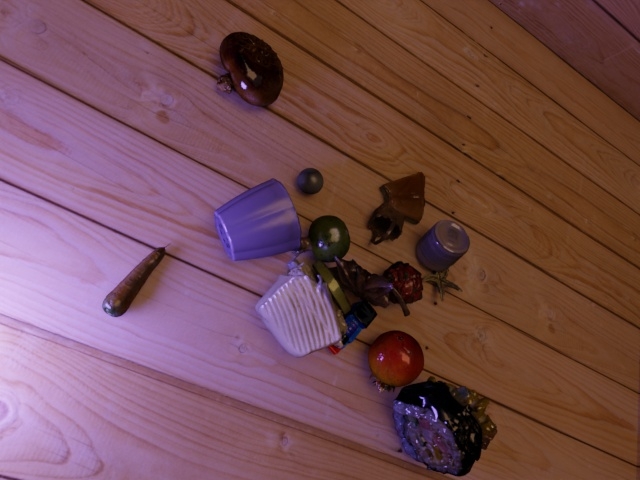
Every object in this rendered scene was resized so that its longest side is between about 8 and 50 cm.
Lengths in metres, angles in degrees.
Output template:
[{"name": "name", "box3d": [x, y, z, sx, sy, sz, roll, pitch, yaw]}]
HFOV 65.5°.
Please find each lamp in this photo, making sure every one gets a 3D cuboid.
[{"name": "lamp", "box3d": [-0.039, -0.231, 1.937, 0.105, 0.105, 0.105, 8, 71, -26]}]

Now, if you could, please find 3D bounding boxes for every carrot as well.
[{"name": "carrot", "box3d": [-0.570, 0.113, 1.573, 0.078, 0.078, 0.298, 40, 57, -12]}]

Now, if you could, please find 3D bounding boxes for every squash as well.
[{"name": "squash", "box3d": [0.037, 0.171, 1.799, 0.041, 0.219, 0.219, -32, 91, -9]}]

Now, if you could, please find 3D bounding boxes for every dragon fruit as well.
[{"name": "dragon fruit", "box3d": [0.324, 0.172, 1.976, 0.182, 0.188, 0.182, -1, 80, 6]}]

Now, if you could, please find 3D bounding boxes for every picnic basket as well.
[{"name": "picnic basket", "box3d": [0.264, -0.051, 2.027, 0.138, 0.128, 0.178, 36, 44, -11]}]

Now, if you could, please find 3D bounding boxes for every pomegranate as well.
[{"name": "pomegranate", "box3d": [0.000, 0.000, 1.860, 0.224, 0.181, 0.181, -9, 79, -7]}, {"name": "pomegranate", "box3d": [0.273, 0.449, 1.843, 0.210, 0.210, 0.235, 22, 92, -21]}]

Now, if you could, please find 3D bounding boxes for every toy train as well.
[{"name": "toy train", "box3d": [0.104, 0.316, 1.831, 0.082, 0.131, 0.204, 49, 59, -8]}]

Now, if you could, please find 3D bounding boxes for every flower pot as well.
[{"name": "flower pot", "box3d": [-0.223, -0.055, 1.709, 0.243, 0.265, 0.265, -21, 86, -22]}]

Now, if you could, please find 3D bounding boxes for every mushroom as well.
[{"name": "mushroom", "box3d": [-0.267, -0.657, 1.909, 0.278, 0.163, 0.297, -36, 95, -32]}]

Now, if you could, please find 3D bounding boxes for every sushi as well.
[{"name": "sushi", "box3d": [0.453, 0.634, 1.795, 0.285, 0.328, 0.328, -28, 95, -32]}]

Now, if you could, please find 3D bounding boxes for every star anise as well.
[{"name": "star anise", "box3d": [0.174, 0.164, 1.840, 0.350, 0.292, 0.109, 26, 80, 19]}]

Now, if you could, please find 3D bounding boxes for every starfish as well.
[{"name": "starfish", "box3d": [0.505, 0.164, 2.133, 0.176, 0.053, 0.208, 4, 55, -26]}]

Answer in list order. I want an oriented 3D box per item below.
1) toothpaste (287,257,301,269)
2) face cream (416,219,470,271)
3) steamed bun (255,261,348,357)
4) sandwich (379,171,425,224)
[{"name": "toothpaste", "box3d": [-0.048, 0.150, 1.857, 0.194, 0.043, 0.067, 51, 56, -13]}, {"name": "face cream", "box3d": [0.518, 0.021, 2.106, 0.177, 0.153, 0.177, 11, 55, -17]}, {"name": "steamed bun", "box3d": [-0.055, 0.234, 1.729, 0.273, 0.272, 0.290, -29, 90, 9]}, {"name": "sandwich", "box3d": [0.357, -0.214, 2.167, 0.212, 0.063, 0.245, 17, 66, -21]}]
